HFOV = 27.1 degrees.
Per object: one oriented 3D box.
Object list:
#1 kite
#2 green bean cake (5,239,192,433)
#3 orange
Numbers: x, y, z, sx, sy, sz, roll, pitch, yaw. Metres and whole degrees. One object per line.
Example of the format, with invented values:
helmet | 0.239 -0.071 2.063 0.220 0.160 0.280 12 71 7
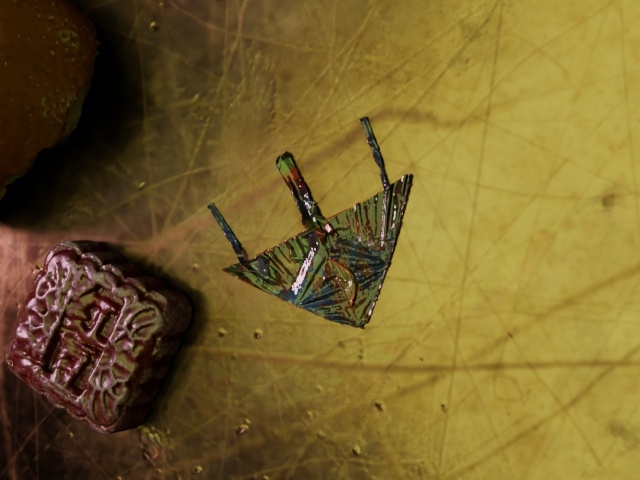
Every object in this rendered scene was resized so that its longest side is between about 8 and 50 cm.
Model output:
kite | 0.000 0.000 1.077 0.183 0.010 0.160 -28 80 18
green bean cake | -0.190 0.081 1.124 0.135 0.056 0.135 29 98 18
orange | -0.308 -0.126 1.115 0.237 0.158 0.179 -40 60 17
